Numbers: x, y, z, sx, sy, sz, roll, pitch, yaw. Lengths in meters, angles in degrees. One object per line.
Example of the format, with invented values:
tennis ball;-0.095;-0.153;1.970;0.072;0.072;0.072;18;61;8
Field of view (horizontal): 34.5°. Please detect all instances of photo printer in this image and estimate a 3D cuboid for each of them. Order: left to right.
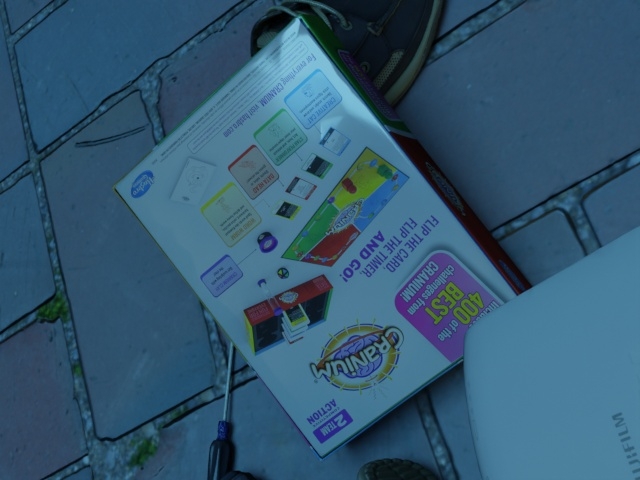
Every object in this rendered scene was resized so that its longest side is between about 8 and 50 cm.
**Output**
photo printer;0.221;0.113;0.601;0.307;0.107;0.256;-36;60;41

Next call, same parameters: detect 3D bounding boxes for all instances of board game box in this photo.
board game box;0.000;0.000;0.915;0.242;0.064;0.316;-38;86;20

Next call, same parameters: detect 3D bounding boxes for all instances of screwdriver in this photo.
screwdriver;-0.098;0.169;1.045;0.024;0.025;0.169;-6;74;33

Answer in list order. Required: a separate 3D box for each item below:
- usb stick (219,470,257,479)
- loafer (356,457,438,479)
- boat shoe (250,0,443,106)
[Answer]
usb stick;-0.011;0.318;0.930;0.278;0.045;0.077;39;101;36
loafer;0.105;0.291;0.824;0.268;0.102;0.092;55;138;49
boat shoe;0.005;-0.172;1.000;0.132;0.130;0.355;26;93;36
